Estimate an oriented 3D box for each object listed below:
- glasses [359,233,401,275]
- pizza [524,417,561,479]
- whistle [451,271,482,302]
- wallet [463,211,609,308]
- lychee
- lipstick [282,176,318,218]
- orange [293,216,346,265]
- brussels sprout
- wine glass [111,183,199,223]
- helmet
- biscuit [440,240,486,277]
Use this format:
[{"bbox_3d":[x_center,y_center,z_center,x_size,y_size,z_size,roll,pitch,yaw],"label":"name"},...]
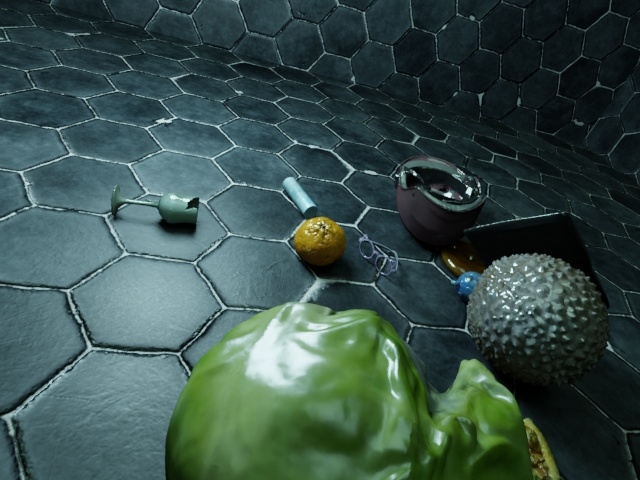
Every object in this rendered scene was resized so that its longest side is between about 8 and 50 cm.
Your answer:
[{"bbox_3d":[0.183,0.034,1.147,0.103,0.063,0.140,-14,48,-40],"label":"glasses"},{"bbox_3d":[0.331,0.405,0.729,0.197,0.058,0.292,30,37,15],"label":"pizza"},{"bbox_3d":[0.422,0.129,1.116,0.157,0.090,0.090,14,36,-9],"label":"whistle"},{"bbox_3d":[0.533,0.066,1.019,0.323,0.247,0.041,47,55,-24],"label":"wallet"},{"bbox_3d":[0.454,0.167,0.908,0.299,0.300,0.300,13,36,-10],"label":"lychee"},{"bbox_3d":[-0.063,-0.131,1.259,0.048,0.048,0.158,-6,42,-31],"label":"lipstick"},{"bbox_3d":[0.002,-0.001,1.059,0.135,0.118,0.136,18,37,-14],"label":"orange"},{"bbox_3d":[0.028,0.289,0.501,0.424,0.343,0.361,16,39,-1],"label":"brussels sprout"},{"bbox_3d":[-0.396,-0.085,1.014,0.195,0.079,0.079,6,38,-16],"label":"wine glass"},{"bbox_3d":[0.358,-0.116,1.312,0.270,0.197,0.338,5,31,-8],"label":"helmet"},{"bbox_3d":[0.462,0.066,1.257,0.212,0.036,0.212,13,35,-10],"label":"biscuit"}]
